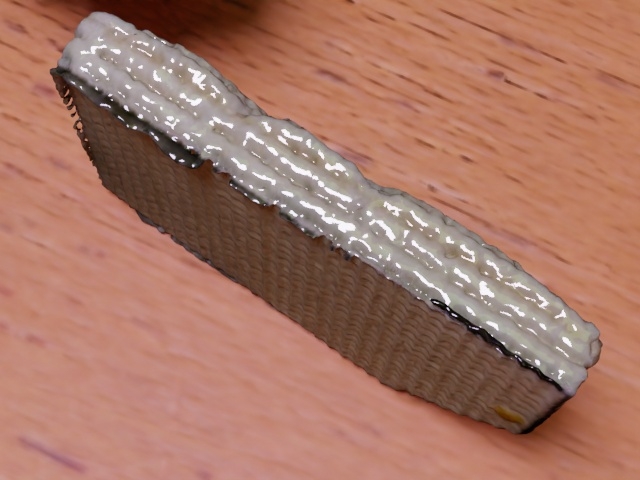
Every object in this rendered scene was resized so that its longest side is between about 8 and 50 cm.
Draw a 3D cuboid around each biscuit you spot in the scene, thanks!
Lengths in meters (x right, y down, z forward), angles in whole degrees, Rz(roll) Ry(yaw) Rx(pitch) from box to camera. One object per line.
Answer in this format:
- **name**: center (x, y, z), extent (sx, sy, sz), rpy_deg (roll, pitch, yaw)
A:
- **biscuit**: center (0.000, 0.000, 0.491), extent (0.252, 0.150, 0.052), rpy_deg (34, 74, 11)
